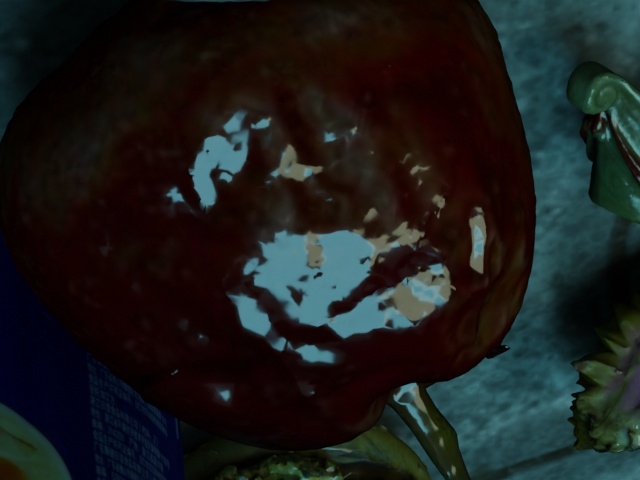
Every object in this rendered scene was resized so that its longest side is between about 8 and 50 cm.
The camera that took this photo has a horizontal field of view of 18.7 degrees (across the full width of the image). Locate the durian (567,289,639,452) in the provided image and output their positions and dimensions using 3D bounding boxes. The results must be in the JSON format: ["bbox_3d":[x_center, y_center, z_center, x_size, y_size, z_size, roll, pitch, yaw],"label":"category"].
[{"bbox_3d":[0.282,0.013,1.039,0.341,0.112,0.191,-29,178,31],"label":"durian"}]

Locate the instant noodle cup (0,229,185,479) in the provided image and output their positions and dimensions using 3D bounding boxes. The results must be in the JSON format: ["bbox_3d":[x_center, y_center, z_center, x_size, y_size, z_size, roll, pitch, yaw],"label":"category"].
[{"bbox_3d":[-0.171,0.160,0.893,0.284,0.312,0.284,-9,133,-10],"label":"instant noodle cup"}]

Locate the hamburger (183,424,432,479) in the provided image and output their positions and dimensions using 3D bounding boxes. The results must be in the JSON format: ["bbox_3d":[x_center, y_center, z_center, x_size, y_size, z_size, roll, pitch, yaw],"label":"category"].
[{"bbox_3d":[-0.021,0.178,1.095,0.191,0.118,0.182,13,124,-32],"label":"hamburger"}]

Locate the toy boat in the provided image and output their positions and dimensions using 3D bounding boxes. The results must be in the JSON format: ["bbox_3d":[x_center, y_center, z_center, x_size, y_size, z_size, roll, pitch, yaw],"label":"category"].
[{"bbox_3d":[0.187,-0.044,0.978,0.185,0.089,0.071,6,116,-36],"label":"toy boat"}]

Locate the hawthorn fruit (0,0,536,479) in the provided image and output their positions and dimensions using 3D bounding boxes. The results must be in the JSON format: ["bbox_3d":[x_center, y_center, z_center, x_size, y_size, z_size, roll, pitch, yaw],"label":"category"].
[{"bbox_3d":[0.000,0.000,0.854,0.230,0.210,0.266,-35,98,-3],"label":"hawthorn fruit"}]
